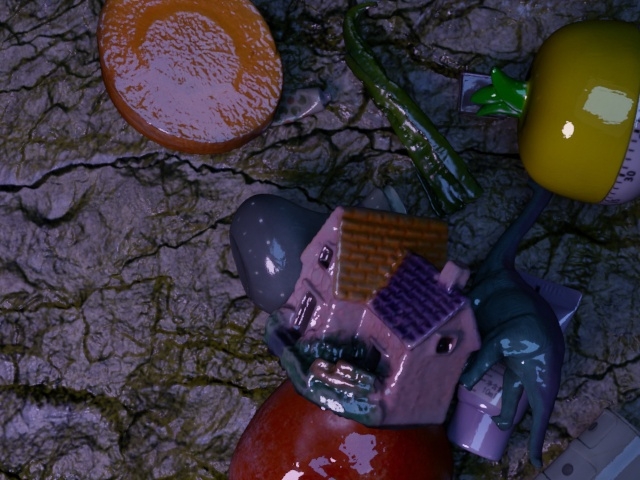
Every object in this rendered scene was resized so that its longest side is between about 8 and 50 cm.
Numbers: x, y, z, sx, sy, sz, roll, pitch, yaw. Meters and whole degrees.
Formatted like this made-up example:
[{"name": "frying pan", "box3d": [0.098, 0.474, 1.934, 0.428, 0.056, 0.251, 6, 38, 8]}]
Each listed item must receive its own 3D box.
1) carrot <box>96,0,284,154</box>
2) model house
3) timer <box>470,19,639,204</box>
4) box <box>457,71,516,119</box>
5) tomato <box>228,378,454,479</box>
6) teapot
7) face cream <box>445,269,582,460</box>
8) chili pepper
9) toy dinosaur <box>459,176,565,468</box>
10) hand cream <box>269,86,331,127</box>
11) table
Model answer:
[{"name": "carrot", "box3d": [-0.196, -0.267, 1.594, 0.307, 0.100, 0.258, 39, 87, 1]}, {"name": "model house", "box3d": [0.076, 0.088, 1.386, 0.202, 0.237, 0.237, 11, 110, -29]}, {"name": "timer", "box3d": [0.349, -0.190, 1.497, 0.285, 0.285, 0.285, 0, 86, 0]}, {"name": "box", "box3d": [0.249, -0.220, 1.605, 0.084, 0.060, 0.063, 8, 94, 1]}, {"name": "tomato", "box3d": [0.022, 0.328, 1.490, 0.338, 0.143, 0.338, -1, 86, 12]}, {"name": "teapot", "box3d": [0.000, 0.000, 1.540, 0.250, 0.183, 0.184, -17, 85, -11]}, {"name": "face cream", "box3d": [0.272, 0.181, 1.547, 0.096, 0.154, 0.274, 24, 89, -38]}, {"name": "chili pepper", "box3d": [0.128, -0.203, 1.600, 0.085, 0.076, 0.359, -31, 86, 23]}, {"name": "toy dinosaur", "box3d": [0.308, 0.087, 1.468, 0.331, 0.129, 0.383, -41, 43, -2]}, {"name": "hand cream", "box3d": [-0.063, -0.203, 1.621, 0.165, 0.037, 0.057, -13, 85, 5]}, {"name": "table", "box3d": [0.383, 0.361, 1.522, 0.220, 0.126, 0.126, -45, 86, -2]}]
